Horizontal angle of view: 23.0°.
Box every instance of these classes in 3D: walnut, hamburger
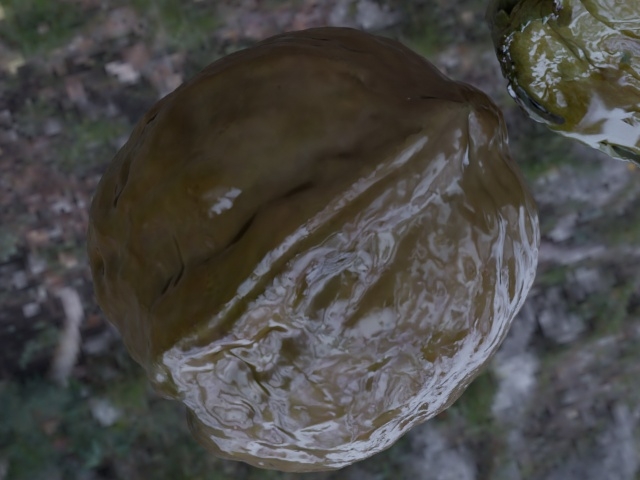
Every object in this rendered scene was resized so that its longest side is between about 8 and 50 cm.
[{"bbox_3d":[-0.003,0.000,1.135,0.306,0.306,0.344,-13,156,-47],"label":"walnut"},{"bbox_3d":[0.253,-0.146,1.080,0.265,0.134,0.285,24,157,-9],"label":"hamburger"}]
